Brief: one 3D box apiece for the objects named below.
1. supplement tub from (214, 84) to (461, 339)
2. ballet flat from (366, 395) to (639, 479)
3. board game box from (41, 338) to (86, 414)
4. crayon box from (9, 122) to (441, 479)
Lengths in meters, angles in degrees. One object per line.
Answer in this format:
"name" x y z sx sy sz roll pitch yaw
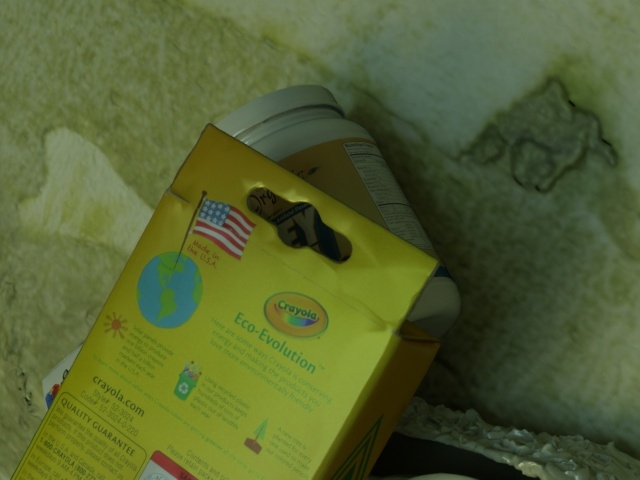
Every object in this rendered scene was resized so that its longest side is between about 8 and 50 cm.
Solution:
"supplement tub" 0.000 0.000 1.102 0.144 0.144 0.199 -42 68 34
"ballet flat" 0.052 0.177 1.080 0.409 0.147 0.147 -1 93 41
"board game box" -0.155 0.211 1.245 0.193 0.053 0.305 -39 50 39
"crayon box" -0.061 0.109 0.990 0.202 0.081 0.318 33 98 25
